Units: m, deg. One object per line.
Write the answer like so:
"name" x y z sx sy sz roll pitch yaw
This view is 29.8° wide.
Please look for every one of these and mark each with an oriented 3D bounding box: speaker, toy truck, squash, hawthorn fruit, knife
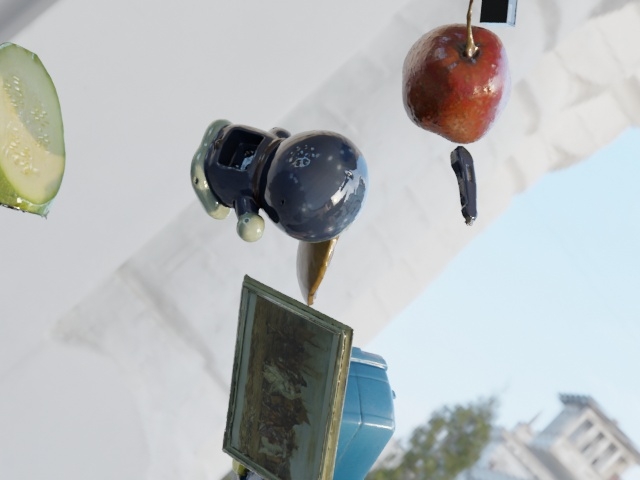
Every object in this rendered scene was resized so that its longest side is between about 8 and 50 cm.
"speaker" 0.268 -0.409 1.750 0.046 0.191 0.040 6 3 29
"toy truck" -0.017 0.330 1.849 0.161 0.385 0.162 11 38 -24
"squash" -0.495 -0.186 1.994 0.189 0.261 0.189 22 -1 0
"hawthorn fruit" 0.185 -0.219 1.567 0.162 0.162 0.203 46 -13 7
"knife" 0.184 -0.070 1.523 0.031 0.018 0.121 23 46 -29

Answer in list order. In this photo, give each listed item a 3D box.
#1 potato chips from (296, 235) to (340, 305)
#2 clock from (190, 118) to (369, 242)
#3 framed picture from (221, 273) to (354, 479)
"potato chips" -0.001 0.000 1.795 0.061 0.195 0.208 20 8 -1
"clock" -0.052 -0.081 1.648 0.243 0.200 0.146 12 -32 26
"framed picture" -0.051 0.204 1.590 0.217 0.017 0.274 21 -68 42
